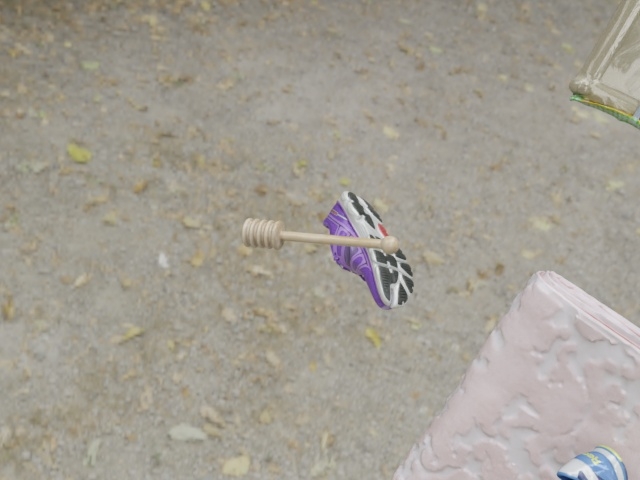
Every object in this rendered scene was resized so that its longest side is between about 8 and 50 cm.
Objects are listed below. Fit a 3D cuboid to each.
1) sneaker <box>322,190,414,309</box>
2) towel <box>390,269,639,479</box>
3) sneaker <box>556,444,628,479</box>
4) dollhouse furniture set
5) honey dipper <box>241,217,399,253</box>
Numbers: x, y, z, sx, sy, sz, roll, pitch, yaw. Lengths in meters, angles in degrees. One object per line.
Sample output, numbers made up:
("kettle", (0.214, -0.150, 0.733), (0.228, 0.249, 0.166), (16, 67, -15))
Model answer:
("sneaker", (0.052, 0.021, 1.175), (0.068, 0.071, 0.170), (22, 31, -40))
("towel", (0.255, 0.244, 0.984), (0.317, 0.332, 0.053), (36, 24, 12))
("sneaker", (0.245, 0.258, 0.895), (0.059, 0.053, 0.144), (-8, 82, -26))
("dollhouse furniture set", (0.427, -0.219, 1.016), (0.151, 0.302, 0.197), (16, 17, -50))
("honey dipper", (0.000, 0.000, 0.993), (0.160, 0.031, 0.030), (7, 35, 21))
